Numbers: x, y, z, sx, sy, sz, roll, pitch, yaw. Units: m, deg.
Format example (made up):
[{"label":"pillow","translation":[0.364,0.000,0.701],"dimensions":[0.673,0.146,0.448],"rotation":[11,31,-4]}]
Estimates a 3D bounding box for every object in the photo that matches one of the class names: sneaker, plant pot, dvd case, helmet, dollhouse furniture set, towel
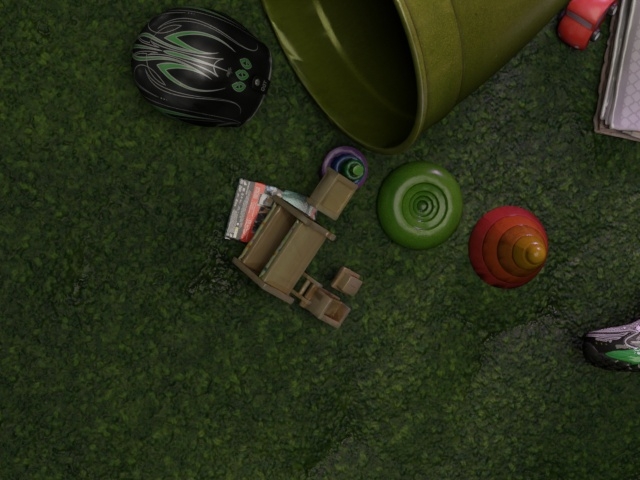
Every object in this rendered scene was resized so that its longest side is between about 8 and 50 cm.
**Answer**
[{"label":"sneaker","translation":[0.526,0.100,1.791],"dimensions":[0.343,0.134,0.146],"rotation":[-18,91,-18]},{"label":"plant pot","translation":[0.155,-0.352,1.579],"dimensions":[0.353,0.366,0.366],"rotation":[-30,100,-19]},{"label":"dvd case","translation":[-0.066,-0.031,1.707],"dimensions":[0.119,0.013,0.087],"rotation":[14,92,-11]},{"label":"helmet","translation":[-0.163,-0.228,1.606],"dimensions":[0.161,0.169,0.169],"rotation":[17,91,-29]},{"label":"dollhouse furniture set","translation":[0.000,0.000,1.685],"dimensions":[0.161,0.101,0.182],"rotation":[31,94,-40]},{"label":"towel","translation":[0.574,-0.293,1.796],"dimensions":[0.317,0.053,0.332],"rotation":[8,94,-12]}]

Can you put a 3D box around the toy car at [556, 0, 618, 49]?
[{"label":"toy car","translation":[0.408,-0.413,1.722],"dimensions":[0.239,0.053,0.225],"rotation":[-25,83,19]}]

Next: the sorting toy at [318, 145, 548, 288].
[{"label":"sorting toy","translation":[0.174,-0.035,1.699],"dimensions":[0.365,0.126,0.127],"rotation":[25,89,-13]}]
